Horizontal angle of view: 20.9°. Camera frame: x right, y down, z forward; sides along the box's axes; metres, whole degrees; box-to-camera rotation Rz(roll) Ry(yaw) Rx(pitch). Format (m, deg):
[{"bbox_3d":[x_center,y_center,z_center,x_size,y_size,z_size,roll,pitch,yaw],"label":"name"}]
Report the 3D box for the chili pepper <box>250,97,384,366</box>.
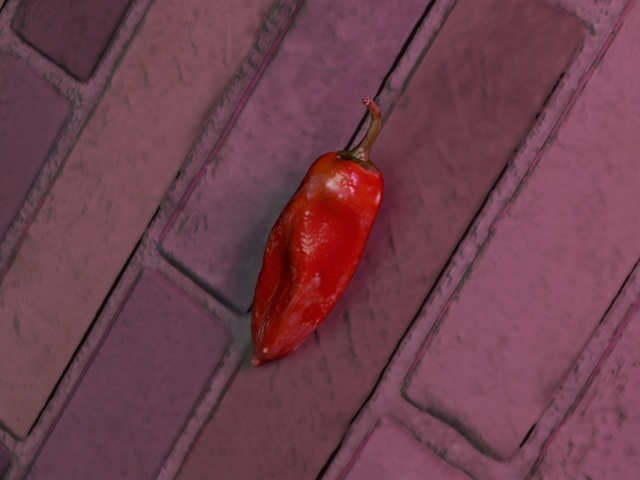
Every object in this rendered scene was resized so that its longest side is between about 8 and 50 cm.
[{"bbox_3d":[0.001,0.000,1.056,0.059,0.050,0.191,36,114,25],"label":"chili pepper"}]
